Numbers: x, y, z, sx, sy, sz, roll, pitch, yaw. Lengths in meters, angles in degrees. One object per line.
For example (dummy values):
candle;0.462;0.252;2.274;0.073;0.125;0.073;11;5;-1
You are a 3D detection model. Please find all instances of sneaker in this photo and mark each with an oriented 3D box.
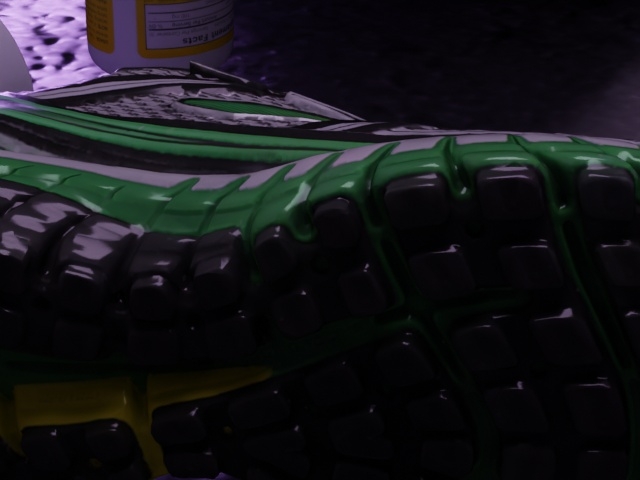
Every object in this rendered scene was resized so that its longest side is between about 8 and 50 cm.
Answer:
sneaker;0.000;0.000;0.535;0.344;0.134;0.146;6;33;12

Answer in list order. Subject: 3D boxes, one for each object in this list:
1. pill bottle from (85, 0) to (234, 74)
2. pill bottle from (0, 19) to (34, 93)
pill bottle;-0.070;-0.107;0.798;0.065;0.116;0.065;1;25;0
pill bottle;-0.190;-0.028;0.641;0.108;0.108;0.180;17;29;32
